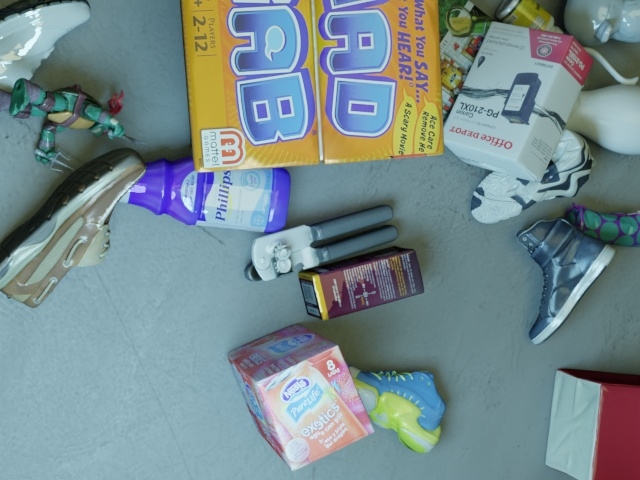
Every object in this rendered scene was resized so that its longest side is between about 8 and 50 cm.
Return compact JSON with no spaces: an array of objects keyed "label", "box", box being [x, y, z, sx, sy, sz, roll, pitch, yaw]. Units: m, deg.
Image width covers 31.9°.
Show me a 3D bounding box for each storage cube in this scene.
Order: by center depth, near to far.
[{"label":"storage cube","box":[0.538,0.338,2.011,0.193,0.183,0.215,6,91,-14]}]

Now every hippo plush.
[{"label":"hippo plush","box":[0.512,-0.462,1.950,0.294,0.234,0.237,0,91,-16]}]

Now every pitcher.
[{"label":"pitcher","box":[0.529,-0.250,2.019,0.207,0.125,0.178,8,98,-6]}]

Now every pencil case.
[{"label":"pencil case","box":[0.527,-0.028,2.056,0.151,0.064,0.070,4,107,-16]}]

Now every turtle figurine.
[{"label":"turtle figurine","box":[-0.402,-0.189,1.768,0.234,0.175,0.118,19,53,-45]}]

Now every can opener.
[{"label":"can opener","box":[0.000,0.000,1.910,0.280,0.093,0.074,-17,98,-23]}]

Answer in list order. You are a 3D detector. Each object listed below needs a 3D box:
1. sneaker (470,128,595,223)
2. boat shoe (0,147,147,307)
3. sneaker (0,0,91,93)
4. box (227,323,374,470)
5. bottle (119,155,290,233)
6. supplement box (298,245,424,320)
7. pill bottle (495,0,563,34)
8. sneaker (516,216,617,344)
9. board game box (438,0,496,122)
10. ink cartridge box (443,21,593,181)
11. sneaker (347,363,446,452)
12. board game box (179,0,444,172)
[{"label":"sneaker","box":[0.393,-0.097,2.004,0.235,0.094,0.153,-43,147,19]},{"label":"boat shoe","box":[-0.385,-0.018,1.763,0.324,0.123,0.116,-40,115,14]},{"label":"sneaker","box":[-0.492,-0.295,1.764,0.297,0.111,0.129,-29,116,-9]},{"label":"box","box":[-0.040,0.240,1.788,0.142,0.300,0.154,-24,97,-11]},{"label":"bottle","box":[-0.194,-0.081,1.843,0.282,0.092,0.118,7,92,-15]},{"label":"supplement box","box":[0.069,0.072,1.914,0.188,0.104,0.081,-14,96,-14]},{"label":"pill bottle","box":[0.377,-0.392,2.003,0.116,0.065,0.065,37,83,-14]},{"label":"sneaker","box":[0.403,0.063,2.020,0.163,0.086,0.226,35,107,8]},{"label":"board game box","box":[0.204,-0.309,1.978,0.136,0.030,0.260,34,83,-12]},{"label":"ink cartridge box","box":[0.337,-0.241,1.933,0.100,0.172,0.237,30,83,-49]},{"label":"sneaker","box":[0.122,0.261,1.957,0.240,0.091,0.126,40,63,-12]},{"label":"board game box","box":[-0.032,-0.310,1.700,0.356,0.356,0.356,-5,101,-6]}]
